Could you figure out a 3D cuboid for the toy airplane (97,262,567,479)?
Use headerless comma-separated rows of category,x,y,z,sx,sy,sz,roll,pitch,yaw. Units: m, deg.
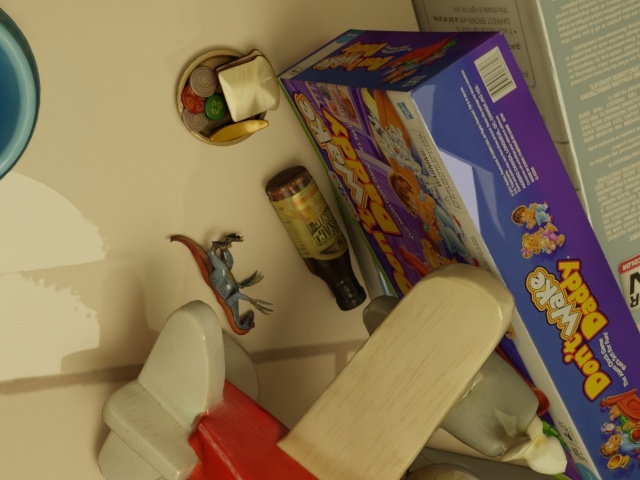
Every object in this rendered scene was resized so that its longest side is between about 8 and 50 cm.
toy airplane,0.010,0.211,0.909,0.272,0.386,0.384,-5,91,-40

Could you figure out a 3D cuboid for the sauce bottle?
sauce bottle,0.000,0.000,1.008,0.042,0.042,0.128,-36,113,-13

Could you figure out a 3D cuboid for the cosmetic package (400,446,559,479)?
cosmetic package,0.160,0.400,1.126,0.284,0.097,0.377,15,94,-23

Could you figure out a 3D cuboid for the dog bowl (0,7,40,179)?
dog bowl,-0.327,-0.126,0.825,0.297,0.074,0.166,25,89,-26

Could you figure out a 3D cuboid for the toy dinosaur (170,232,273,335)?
toy dinosaur,-0.077,0.037,0.995,0.090,0.047,0.082,9,108,9

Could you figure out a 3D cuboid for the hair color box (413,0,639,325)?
hair color box,0.184,-0.129,0.981,0.113,0.185,0.374,-23,108,-19

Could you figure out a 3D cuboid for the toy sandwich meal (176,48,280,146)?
toy sandwich meal,-0.071,-0.113,0.961,0.085,0.029,0.086,-5,102,-22

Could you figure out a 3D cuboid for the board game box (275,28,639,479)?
board game box,0.117,0.013,0.907,0.078,0.233,0.347,-34,110,-14

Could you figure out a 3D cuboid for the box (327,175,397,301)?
box,0.083,-0.004,1.041,0.109,0.042,0.178,-25,109,-16
